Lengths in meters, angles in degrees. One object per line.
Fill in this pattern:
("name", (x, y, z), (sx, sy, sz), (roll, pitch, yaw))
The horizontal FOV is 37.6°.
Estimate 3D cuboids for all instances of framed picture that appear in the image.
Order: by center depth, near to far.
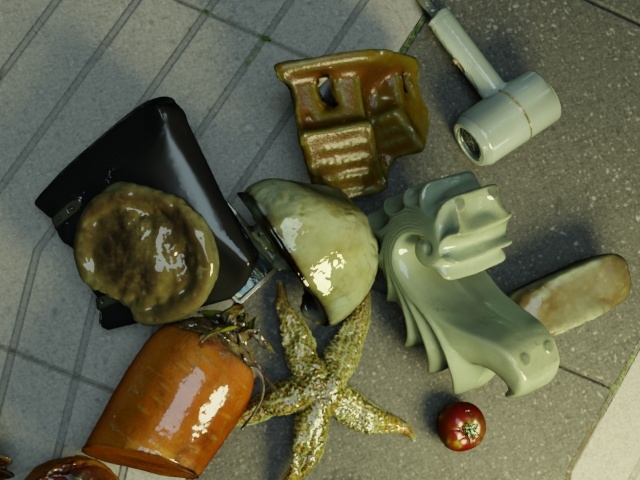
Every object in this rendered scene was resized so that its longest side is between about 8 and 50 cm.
("framed picture", (-0.150, 0.022, 1.610), (0.109, 0.011, 0.149), (-43, 92, -11))

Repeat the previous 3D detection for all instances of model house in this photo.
("model house", (0.068, -0.195, 1.589), (0.268, 0.173, 0.239), (-11, 85, -8))

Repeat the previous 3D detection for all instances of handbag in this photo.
("handbag", (-0.286, -0.025, 1.530), (0.288, 0.152, 0.342), (-27, 88, 4))

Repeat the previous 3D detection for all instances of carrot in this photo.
("carrot", (-0.207, 0.235, 1.478), (0.331, 0.214, 0.193), (-60, 139, -14))

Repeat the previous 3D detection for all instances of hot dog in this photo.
("hot dog", (-0.376, 0.440, 1.474), (0.160, 0.099, 0.226), (-25, 99, -12))

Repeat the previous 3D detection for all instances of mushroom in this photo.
("mushroom", (0.001, -0.002, 1.497), (0.164, 0.189, 0.267), (-34, 99, -12))

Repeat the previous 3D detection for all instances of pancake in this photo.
("pancake", (-0.272, 0.021, 1.446), (0.222, 0.042, 0.236), (-38, 88, 17))

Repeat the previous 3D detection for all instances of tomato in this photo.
("tomato", (0.239, 0.317, 1.610), (0.087, 0.075, 0.087), (1, 88, -24))

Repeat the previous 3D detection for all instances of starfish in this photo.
("starfish", (-0.021, 0.240, 1.579), (0.347, 0.078, 0.357), (-28, 89, -9))

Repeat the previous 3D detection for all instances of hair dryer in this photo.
("hair dryer", (0.258, -0.317, 1.688), (0.173, 0.107, 0.357), (-33, 81, -12))

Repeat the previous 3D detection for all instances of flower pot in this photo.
("flower pot", (0.223, 0.082, 1.533), (0.165, 0.254, 0.367), (-20, 88, -33))

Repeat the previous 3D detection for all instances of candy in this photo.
("candy", (0.429, 0.101, 1.649), (0.234, 0.104, 0.102), (-20, 86, -11))

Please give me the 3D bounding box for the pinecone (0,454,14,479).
("pinecone", (-0.590, 0.347, 1.421), (0.185, 0.168, 0.212), (41, 65, 11))
